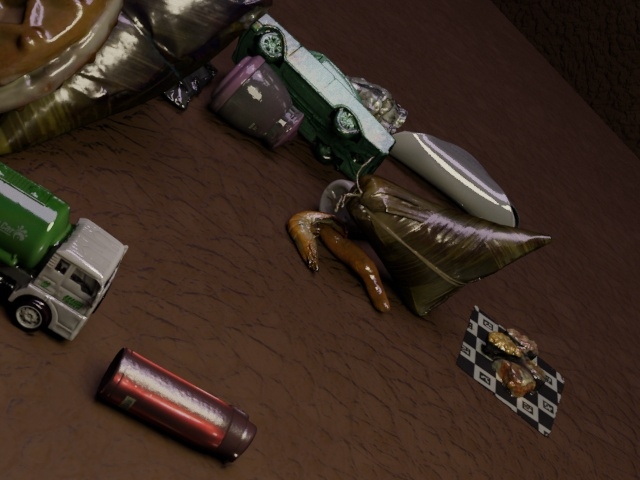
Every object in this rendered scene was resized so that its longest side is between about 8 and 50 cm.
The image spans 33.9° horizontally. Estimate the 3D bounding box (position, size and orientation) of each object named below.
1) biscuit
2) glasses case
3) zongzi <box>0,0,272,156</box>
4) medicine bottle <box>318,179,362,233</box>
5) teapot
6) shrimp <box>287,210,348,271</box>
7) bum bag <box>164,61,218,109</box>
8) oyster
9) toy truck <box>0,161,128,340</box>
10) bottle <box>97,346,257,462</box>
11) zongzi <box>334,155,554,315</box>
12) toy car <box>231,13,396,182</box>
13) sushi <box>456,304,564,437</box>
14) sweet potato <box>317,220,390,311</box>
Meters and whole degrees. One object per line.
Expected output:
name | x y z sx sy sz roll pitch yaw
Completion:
biscuit | -0.386 -0.281 1.234 0.332 0.332 0.103 58 -6 35
glasses case | 0.264 -0.124 2.008 0.308 0.083 0.128 38 27 -1
zongzi | -0.321 -0.259 1.450 0.207 0.432 0.403 52 -16 -21
medicine bottle | 0.071 -0.050 1.657 0.140 0.079 0.079 6 40 -46
teapot | -0.102 -0.210 1.697 0.146 0.148 0.116 44 61 -8
shrimp | 0.000 0.000 1.527 0.091 0.025 0.127 0 45 -12
bum bag | -0.219 -0.272 1.685 0.087 0.049 0.197 40 26 -8
oyster | 0.040 -0.255 1.911 0.198 0.112 0.268 48 32 20
toy truck | -0.320 -0.011 1.066 0.243 0.125 0.101 34 26 -11
bottle | -0.142 0.170 1.074 0.164 0.060 0.060 32 27 -14
zongzi | 0.179 -0.036 1.518 0.247 0.241 0.111 54 18 -29
toy car | -0.012 -0.239 1.757 0.320 0.141 0.097 46 64 3
sushi | 0.307 0.187 1.619 0.193 0.040 0.210 39 27 1
sweet potato | 0.055 0.034 1.549 0.179 0.044 0.044 50 29 22
